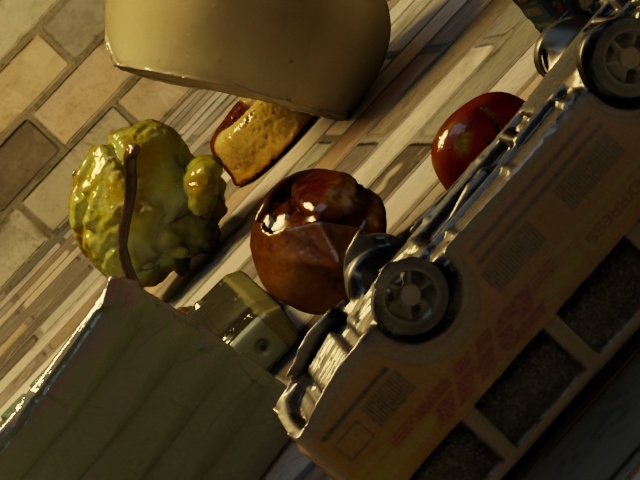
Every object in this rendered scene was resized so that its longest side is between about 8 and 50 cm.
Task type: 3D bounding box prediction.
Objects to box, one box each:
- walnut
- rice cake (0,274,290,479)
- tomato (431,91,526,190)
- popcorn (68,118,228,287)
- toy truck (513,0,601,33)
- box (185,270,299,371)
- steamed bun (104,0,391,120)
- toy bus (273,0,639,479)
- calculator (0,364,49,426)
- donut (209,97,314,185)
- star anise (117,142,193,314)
[{"bbox_3d":[0.000,0.000,1.466,0.116,0.116,0.207,-45,12,3],"label":"walnut"},{"bbox_3d":[-0.125,0.140,1.271,0.037,0.189,0.198,-23,33,59],"label":"rice cake"},{"bbox_3d":[0.119,-0.059,1.304,0.087,0.087,0.075,-50,10,-19],"label":"tomato"},{"bbox_3d":[-0.185,-0.041,2.105,0.212,0.198,0.198,-9,30,27],"label":"popcorn"},{"bbox_3d":[0.241,-0.268,1.582,0.201,0.088,0.074,-47,13,-5],"label":"toy truck"},{"bbox_3d":[-0.118,0.119,1.631,0.211,0.045,0.270,-45,11,-1],"label":"box"},{"bbox_3d":[-0.078,-0.261,2.090,0.324,0.324,0.206,-161,82,-78],"label":"steamed bun"},{"bbox_3d":[0.121,-0.004,0.965,0.342,0.138,0.097,-47,10,0],"label":"toy bus"},{"bbox_3d":[-0.332,0.214,2.049,0.256,0.054,0.386,-49,10,-13],"label":"calculator"},{"bbox_3d":[-0.063,-0.154,2.321,0.184,0.073,0.166,-50,15,-11],"label":"donut"},{"bbox_3d":[-0.191,0.038,1.781,0.218,0.227,0.148,-20,19,41],"label":"star anise"}]
